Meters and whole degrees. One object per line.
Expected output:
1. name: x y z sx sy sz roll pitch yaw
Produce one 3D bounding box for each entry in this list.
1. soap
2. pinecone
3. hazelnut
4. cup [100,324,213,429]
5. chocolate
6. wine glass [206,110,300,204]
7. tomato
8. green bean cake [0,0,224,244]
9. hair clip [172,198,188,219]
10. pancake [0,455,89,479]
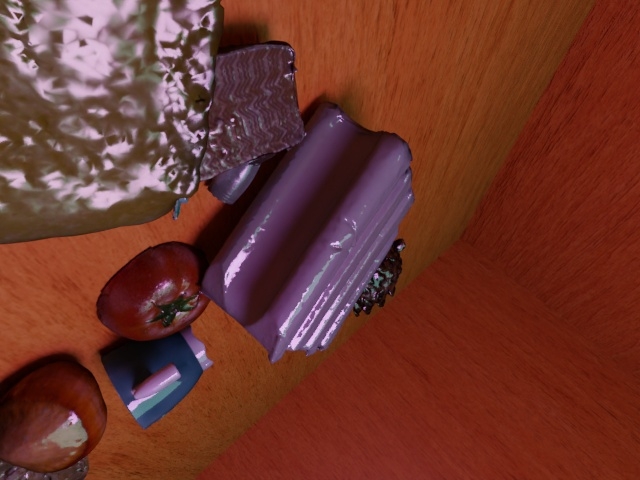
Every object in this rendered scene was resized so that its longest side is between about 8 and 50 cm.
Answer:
1. soap: 0.000 0.000 0.842 0.435 0.213 0.350 -56 158 -1
2. pinecone: 0.108 0.073 1.189 0.296 0.242 0.298 -43 137 -5
3. hazelnut: -0.458 0.298 0.695 0.182 0.182 0.182 -38 156 -20
4. cup: -0.324 0.260 0.841 0.173 0.167 0.300 -33 -175 -26
5. chocolate: -0.126 -0.173 0.538 0.214 0.093 0.148 -26 124 -32
6. wine glass: -0.112 -0.148 0.678 0.198 0.066 0.066 -52 157 12
7. tomato: -0.291 0.109 0.767 0.225 0.085 0.225 -35 154 -20
8. green bean cake: -0.240 -0.161 0.292 0.285 0.202 0.310 -7 135 -40
9. hair clip: -0.208 -0.106 0.616 0.049 0.049 0.173 -21 145 -46
10. pancake: -0.640 0.475 0.753 0.387 0.082 0.387 -32 147 -24
